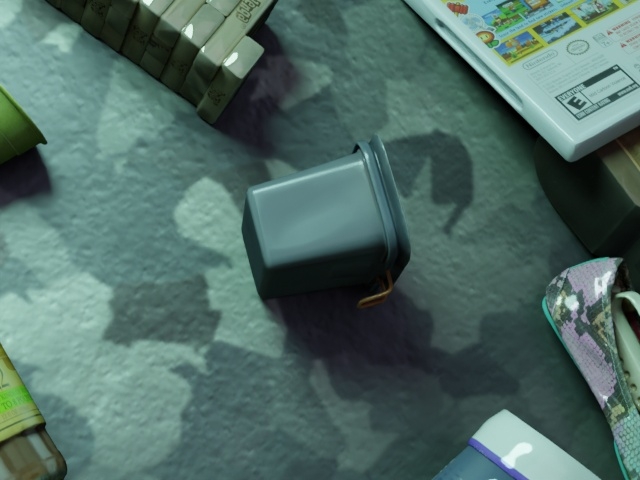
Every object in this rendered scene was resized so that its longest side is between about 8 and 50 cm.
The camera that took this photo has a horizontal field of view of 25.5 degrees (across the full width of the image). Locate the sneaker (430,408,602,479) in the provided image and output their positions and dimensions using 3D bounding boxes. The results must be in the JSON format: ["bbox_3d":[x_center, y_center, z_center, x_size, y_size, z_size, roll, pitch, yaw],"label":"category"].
[{"bbox_3d":[0.150,0.287,0.899,0.323,0.130,0.236,42,84,-13],"label":"sneaker"}]

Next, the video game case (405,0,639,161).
[{"bbox_3d":[0.204,-0.175,1.044,0.227,0.026,0.206,-28,60,-21],"label":"video game case"}]

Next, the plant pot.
[{"bbox_3d":[-0.233,-0.068,0.907,0.079,0.083,0.083,-43,89,-11],"label":"plant pot"}]

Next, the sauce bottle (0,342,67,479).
[{"bbox_3d":[-0.280,0.021,0.845,0.111,0.111,0.344,-31,85,-21],"label":"sauce bottle"}]

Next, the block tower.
[{"bbox_3d":[-0.173,-0.224,0.957,0.335,0.091,0.097,38,69,-3],"label":"block tower"}]

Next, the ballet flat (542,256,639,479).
[{"bbox_3d":[0.231,0.112,0.976,0.077,0.079,0.221,-13,75,-51],"label":"ballet flat"}]

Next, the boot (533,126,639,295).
[{"bbox_3d":[0.285,0.025,1.011,0.115,0.112,0.305,-27,80,-27],"label":"boot"}]

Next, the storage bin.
[{"bbox_3d":[0.000,0.000,0.926,0.091,0.135,0.098,-14,79,-7],"label":"storage bin"}]
